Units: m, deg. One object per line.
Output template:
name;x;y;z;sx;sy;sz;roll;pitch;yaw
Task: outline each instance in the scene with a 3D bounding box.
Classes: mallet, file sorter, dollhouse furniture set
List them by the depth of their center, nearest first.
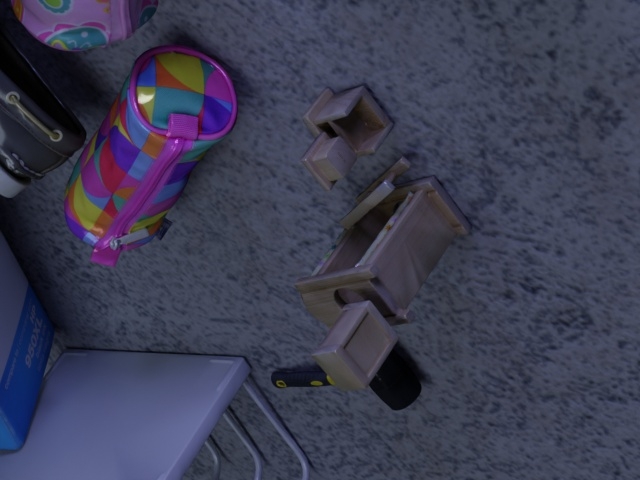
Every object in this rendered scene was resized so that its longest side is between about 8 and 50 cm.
dollhouse furniture set;0.000;0.000;1.361;0.101;0.182;0.161;-13;123;48
mallet;0.011;0.122;1.631;0.190;0.039;0.062;0;133;46
file sorter;-0.184;0.244;1.809;0.278;0.193;0.173;0;135;42

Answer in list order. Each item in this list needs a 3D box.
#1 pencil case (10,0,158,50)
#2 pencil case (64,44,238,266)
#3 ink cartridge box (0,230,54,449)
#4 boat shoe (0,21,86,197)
pencil case;-0.162;-0.262;1.249;0.124;0.124;0.284;31;145;9
pencil case;-0.148;-0.070;1.484;0.104;0.104;0.236;37;146;0
ink cartridge box;-0.471;0.036;1.736;0.285;0.166;0.395;-1;141;14
boat shoe;-0.315;-0.186;1.502;0.091;0.109;0.305;-30;100;11
